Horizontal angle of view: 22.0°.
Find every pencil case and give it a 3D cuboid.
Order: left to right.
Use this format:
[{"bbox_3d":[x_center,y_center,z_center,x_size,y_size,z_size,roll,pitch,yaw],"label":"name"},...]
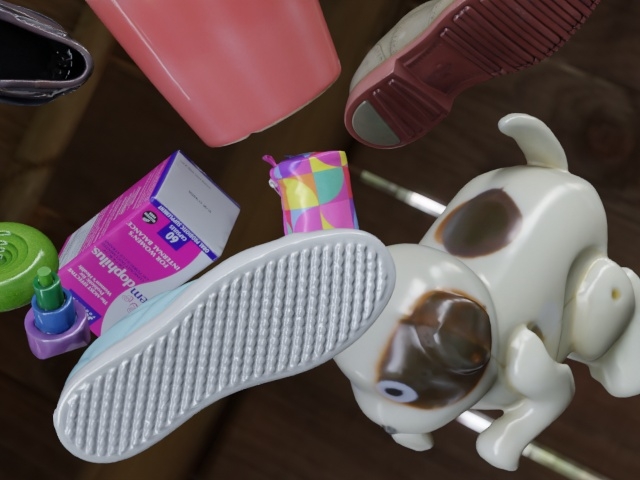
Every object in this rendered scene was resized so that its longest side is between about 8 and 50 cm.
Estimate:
[{"bbox_3d":[0.000,0.000,2.037,0.104,0.104,0.236,-18,-83,-60],"label":"pencil case"}]

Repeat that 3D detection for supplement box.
[{"bbox_3d":[-0.221,0.008,2.014,0.220,0.111,0.114,-35,21,32],"label":"supplement box"}]

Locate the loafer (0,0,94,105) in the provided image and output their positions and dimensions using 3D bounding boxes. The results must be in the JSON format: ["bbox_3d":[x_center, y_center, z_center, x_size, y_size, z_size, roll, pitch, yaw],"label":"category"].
[{"bbox_3d":[-0.322,-0.169,1.295,0.303,0.095,0.109,9,-89,-32],"label":"loafer"}]

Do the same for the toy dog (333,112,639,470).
[{"bbox_3d":[0.183,0.080,1.896,0.408,0.285,0.395,-23,-52,-46],"label":"toy dog"}]

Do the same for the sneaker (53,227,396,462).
[{"bbox_3d":[-0.100,0.076,1.613,0.135,0.366,0.150,61,-173,-22],"label":"sneaker"}]

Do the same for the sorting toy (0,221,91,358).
[{"bbox_3d":[-0.366,-0.022,1.775,0.127,0.365,0.126,-28,-41,-24],"label":"sorting toy"}]

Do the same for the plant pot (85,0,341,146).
[{"bbox_3d":[-0.113,-0.264,1.994,0.275,0.275,0.243,-44,-70,-40],"label":"plant pot"}]

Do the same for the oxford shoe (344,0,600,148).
[{"bbox_3d":[0.160,-0.241,1.785,0.123,0.348,0.130,40,-146,-32],"label":"oxford shoe"}]
